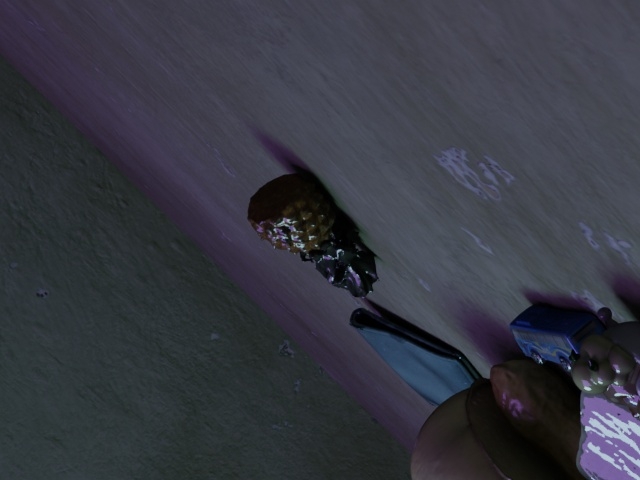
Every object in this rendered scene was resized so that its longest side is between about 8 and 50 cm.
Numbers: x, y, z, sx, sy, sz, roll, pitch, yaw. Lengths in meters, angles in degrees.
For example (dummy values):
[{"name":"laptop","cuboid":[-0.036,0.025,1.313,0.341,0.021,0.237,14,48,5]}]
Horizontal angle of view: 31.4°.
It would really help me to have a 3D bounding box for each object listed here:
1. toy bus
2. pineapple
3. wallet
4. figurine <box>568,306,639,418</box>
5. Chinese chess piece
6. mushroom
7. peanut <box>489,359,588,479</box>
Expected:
[{"name":"toy bus","cuboid":[0.265,0.106,1.262,0.061,0.051,0.153,57,167,-10]},{"name":"pineapple","cuboid":[0.000,0.000,1.659,0.237,0.111,0.119,43,-159,-38]},{"name":"wallet","cuboid":[0.200,0.234,1.989,0.251,0.054,0.290,48,167,-33]},{"name":"figurine","cuboid":[0.327,0.145,1.069,0.197,0.093,0.147,38,179,16]},{"name":"Chinese chess piece","cuboid":[0.283,0.346,1.555,0.338,0.140,0.338,32,-156,-16]},{"name":"mushroom","cuboid":[0.412,0.267,1.181,0.329,0.122,0.159,35,172,31]},{"name":"peanut","cuboid":[0.327,0.249,1.480,0.263,0.101,0.117,42,147,13]}]
